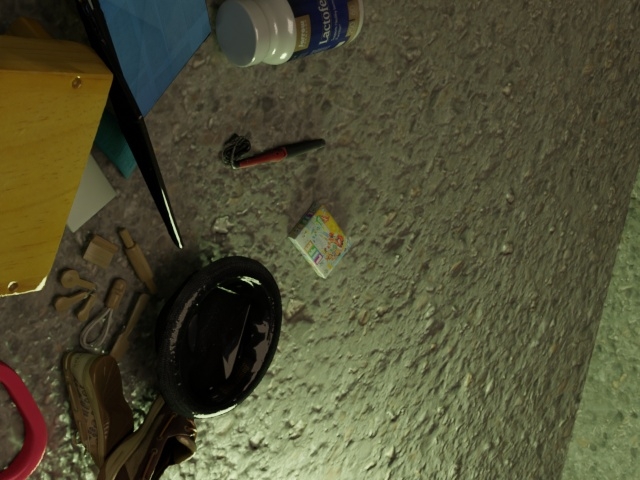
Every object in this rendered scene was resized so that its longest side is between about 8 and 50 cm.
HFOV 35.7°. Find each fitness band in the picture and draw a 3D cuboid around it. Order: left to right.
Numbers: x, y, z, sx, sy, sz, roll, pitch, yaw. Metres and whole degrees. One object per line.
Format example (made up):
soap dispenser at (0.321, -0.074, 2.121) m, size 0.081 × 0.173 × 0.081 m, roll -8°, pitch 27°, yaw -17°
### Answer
fitness band at (-0.601, 0.336, 1.756) m, size 0.209 × 0.054 × 0.291 m, roll -40°, pitch 132°, yaw -29°

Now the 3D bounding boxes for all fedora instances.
fedora at (-0.230, 0.179, 1.975) m, size 0.334 × 0.152 × 0.334 m, roll -17°, pitch 116°, yaw -41°

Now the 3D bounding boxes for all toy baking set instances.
toy baking set at (-0.398, 0.101, 1.871) m, size 0.196 × 0.030 × 0.256 m, roll -42°, pitch 132°, yaw -20°

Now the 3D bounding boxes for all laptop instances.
laptop at (-0.227, -0.276, 1.587) m, size 0.236 × 0.408 × 0.382 m, roll -24°, pitch 154°, yaw -10°

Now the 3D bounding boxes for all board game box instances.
board game box at (0.000, 0.000, 2.219) m, size 0.103 × 0.026 × 0.154 m, roll -52°, pitch 136°, yaw -14°

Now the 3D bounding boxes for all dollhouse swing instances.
dollhouse swing at (-0.495, -0.144, 1.396) m, size 0.315 × 0.305 × 0.347 m, roll -9°, pitch 129°, yaw -54°

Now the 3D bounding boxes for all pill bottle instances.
pill bottle at (-0.058, -0.420, 1.884) m, size 0.264 × 0.153 × 0.153 m, roll -25°, pitch 124°, yaw -35°

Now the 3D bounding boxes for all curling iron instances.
curling iron at (-0.088, -0.189, 2.041) m, size 0.274 × 0.035 × 0.068 m, roll -9°, pitch 114°, yaw -42°

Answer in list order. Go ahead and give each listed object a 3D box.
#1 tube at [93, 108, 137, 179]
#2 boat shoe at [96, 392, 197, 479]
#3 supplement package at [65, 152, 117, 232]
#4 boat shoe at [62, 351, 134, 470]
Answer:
tube at (-0.376, -0.191, 1.750) m, size 0.080 × 0.052 × 0.207 m, roll -54°, pitch 142°, yaw -9°
boat shoe at (-0.298, 0.398, 1.973) m, size 0.342 × 0.123 × 0.123 m, roll -47°, pitch 151°, yaw -47°
supplement package at (-0.444, -0.121, 1.666) m, size 0.105 × 0.105 × 0.179 m, roll -45°, pitch 133°, yaw -23°
boat shoe at (-0.428, 0.332, 1.911) m, size 0.104 × 0.089 × 0.285 m, roll -48°, pitch 143°, yaw -54°
